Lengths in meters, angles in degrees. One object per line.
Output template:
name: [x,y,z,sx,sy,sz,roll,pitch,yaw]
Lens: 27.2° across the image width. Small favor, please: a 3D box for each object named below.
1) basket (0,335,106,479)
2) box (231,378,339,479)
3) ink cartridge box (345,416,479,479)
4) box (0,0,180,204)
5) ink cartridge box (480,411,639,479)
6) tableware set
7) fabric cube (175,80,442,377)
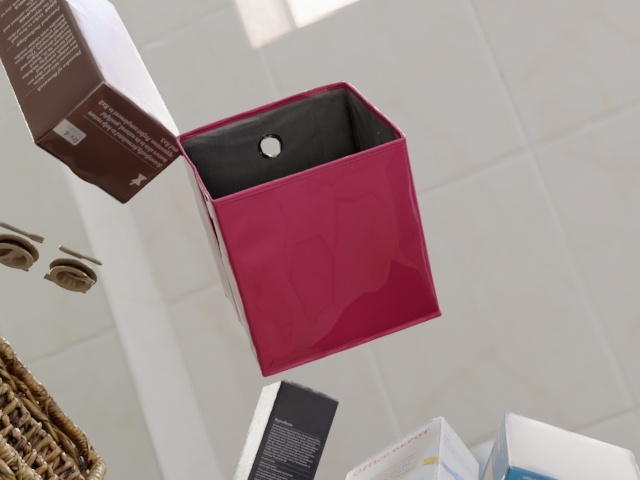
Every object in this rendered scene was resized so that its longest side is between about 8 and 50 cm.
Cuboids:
basket: [-0.384,0.216,1.521,0.223,0.299,0.213,-40,8,-28]
box: [-0.064,0.349,2.216,0.108,0.207,0.153,22,-14,-9]
ink cartridge box: [0.147,0.467,2.261,0.226,0.131,0.306,-34,11,19]
box: [-0.353,-0.249,1.916,0.143,0.381,0.191,-39,-41,11]
ink cartridge box: [0.265,0.360,1.574,0.171,0.233,0.168,17,16,1]
tableware set: [-0.478,0.045,2.267,0.194,0.039,0.128,23,-35,-13]
fabric cube: [-0.017,-0.024,1.731,0.254,0.258,0.259,-20,27,-8]
